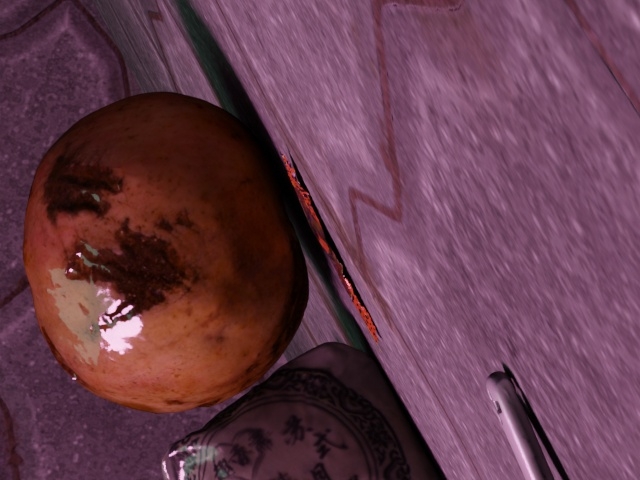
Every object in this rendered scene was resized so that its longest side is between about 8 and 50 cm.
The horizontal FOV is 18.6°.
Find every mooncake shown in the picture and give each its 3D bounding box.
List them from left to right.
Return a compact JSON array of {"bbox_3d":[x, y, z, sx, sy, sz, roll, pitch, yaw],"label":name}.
[{"bbox_3d":[-0.010,0.257,1.956,0.250,0.254,0.136,58,-175,17],"label":"mooncake"}]

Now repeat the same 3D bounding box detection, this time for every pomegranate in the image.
[{"bbox_3d":[-0.156,0.013,1.957,0.322,0.322,0.322,61,175,10],"label":"pomegranate"}]

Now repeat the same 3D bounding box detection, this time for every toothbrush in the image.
[{"bbox_3d":[0.200,0.269,1.201,0.042,0.040,0.418,130,116,-86],"label":"toothbrush"}]

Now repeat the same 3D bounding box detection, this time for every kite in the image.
[{"bbox_3d":[0.001,0.000,1.846,0.222,0.008,0.125,63,175,-17],"label":"kite"}]
